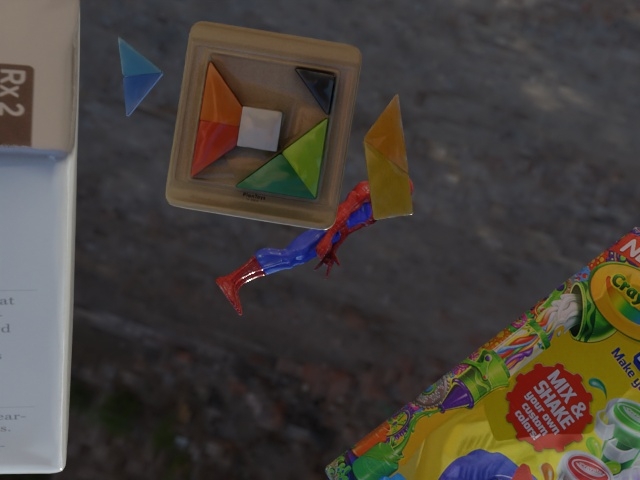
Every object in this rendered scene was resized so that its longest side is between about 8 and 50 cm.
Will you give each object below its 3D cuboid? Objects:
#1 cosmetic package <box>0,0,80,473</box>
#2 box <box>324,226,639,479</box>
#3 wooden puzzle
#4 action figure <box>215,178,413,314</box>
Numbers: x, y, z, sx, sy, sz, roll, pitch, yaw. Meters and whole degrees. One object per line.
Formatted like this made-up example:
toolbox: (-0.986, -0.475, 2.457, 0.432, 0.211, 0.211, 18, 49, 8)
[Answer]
cosmetic package: (-0.166, -0.024, 0.643, 0.151, 0.151, 0.184, 1, 137, -9)
box: (0.213, 0.193, 1.205, 0.290, 0.279, 0.177, 54, -167, 17)
wooden puzzle: (-0.021, -0.044, 0.669, 0.116, 0.079, 0.014, 2, -177, 0)
action figure: (0.000, 0.000, 0.915, 0.030, 0.115, 0.038, 53, 177, 14)
